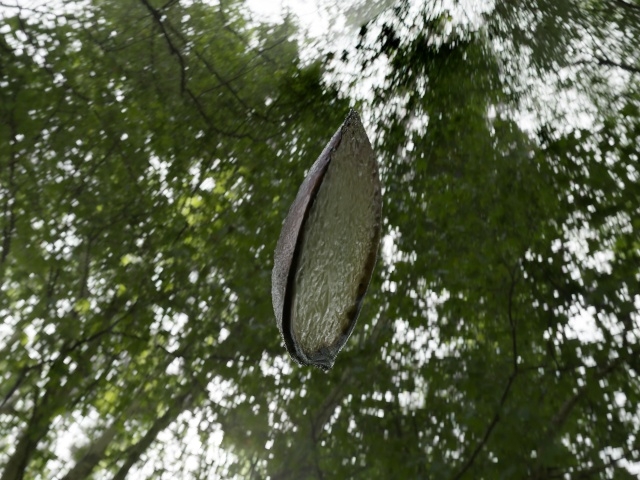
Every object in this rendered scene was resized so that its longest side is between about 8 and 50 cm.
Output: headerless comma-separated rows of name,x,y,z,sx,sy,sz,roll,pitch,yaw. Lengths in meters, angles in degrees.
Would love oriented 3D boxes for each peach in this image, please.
peach,-0.004,0.000,0.823,0.068,0.189,0.279,15,-61,20
